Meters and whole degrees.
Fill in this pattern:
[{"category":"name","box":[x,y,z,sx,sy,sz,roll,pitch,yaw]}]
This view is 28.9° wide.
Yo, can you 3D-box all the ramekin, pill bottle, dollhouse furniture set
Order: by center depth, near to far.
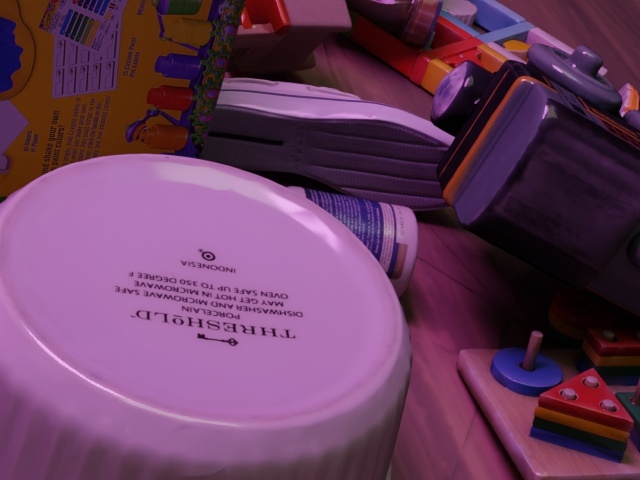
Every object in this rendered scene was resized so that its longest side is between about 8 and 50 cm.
[{"category":"ramekin","box":[-0.076,0.064,0.658,0.273,0.127,0.273,14,34,-9]},{"category":"pill bottle","box":[0.000,0.000,0.838,0.120,0.067,0.067,10,35,-15]},{"category":"dollhouse furniture set","box":[-0.077,-0.272,1.036,0.135,0.262,0.259,-7,74,-31]}]

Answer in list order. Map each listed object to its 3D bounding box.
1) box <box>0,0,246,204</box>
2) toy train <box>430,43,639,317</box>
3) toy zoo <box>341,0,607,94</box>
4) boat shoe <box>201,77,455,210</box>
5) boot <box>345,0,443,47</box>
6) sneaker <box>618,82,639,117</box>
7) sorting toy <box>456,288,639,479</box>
[{"category":"box","box":[-0.206,-0.171,0.774,0.279,0.290,0.177,2,38,-26]},{"category":"toy train","box":[0.225,-0.011,0.845,0.334,0.142,0.190,29,20,-12]},{"category":"toy zoo","box":[0.147,-0.185,1.200,0.293,0.030,0.192,38,38,25]},{"category":"boat shoe","box":[0.009,-0.087,0.948,0.226,0.083,0.075,14,36,-7]},{"category":"boot","box":[0.062,-0.268,1.174,0.106,0.082,0.219,17,36,-8]},{"category":"sneaker","box":[0.266,-0.056,1.049,0.083,0.084,0.215,28,36,-12]},{"category":"sorting toy","box":[0.173,0.100,0.771,0.132,0.046,0.274,1,29,-17]}]
